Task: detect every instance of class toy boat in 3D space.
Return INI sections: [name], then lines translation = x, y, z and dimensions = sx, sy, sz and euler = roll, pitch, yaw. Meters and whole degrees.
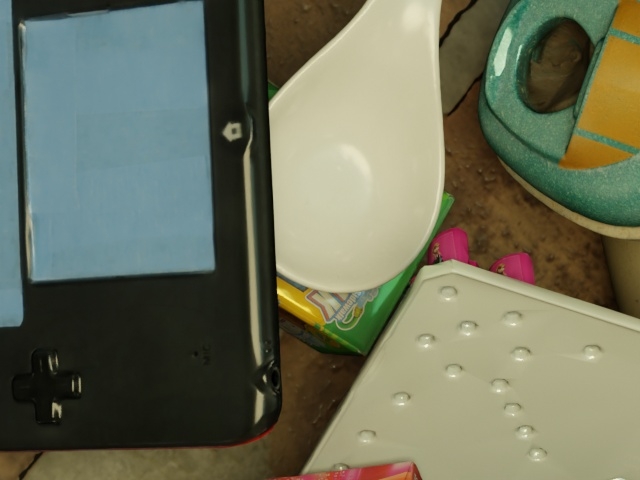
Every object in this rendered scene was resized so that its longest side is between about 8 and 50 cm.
[toy boat]
translation = 0.177, -0.039, 1.008
dimensions = 0.148, 0.267, 0.318
euler = 12, 96, -35

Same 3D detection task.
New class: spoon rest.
[spoon rest]
translation = 0.031, -0.101, 0.994
dimensions = 0.137, 0.084, 0.276
euler = 17, 80, -11

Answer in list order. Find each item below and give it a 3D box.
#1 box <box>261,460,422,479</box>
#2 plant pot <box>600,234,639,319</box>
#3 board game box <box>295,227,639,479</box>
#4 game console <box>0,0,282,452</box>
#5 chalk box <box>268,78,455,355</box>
[box]
translation = 0.031, 0.272, 0.998
dimensions = 0.128, 0.123, 0.257
euler = -9, 132, 17
[plant pot]
translation = 0.313, -0.005, 1.125
dimensions = 0.256, 0.256, 0.274
euler = -22, 73, -14
[board game box]
translation = 0.176, 0.182, 1.021
dimensions = 0.390, 0.390, 0.050
euler = 17, 43, -11
[game console]
translation = -0.193, -0.056, 0.995
dimensions = 0.342, 0.060, 0.387
euler = -4, 87, 24
[chalk box]
translation = 0.000, 0.000, 1.088
dimensions = 0.213, 0.132, 0.132
euler = 33, 79, -8
